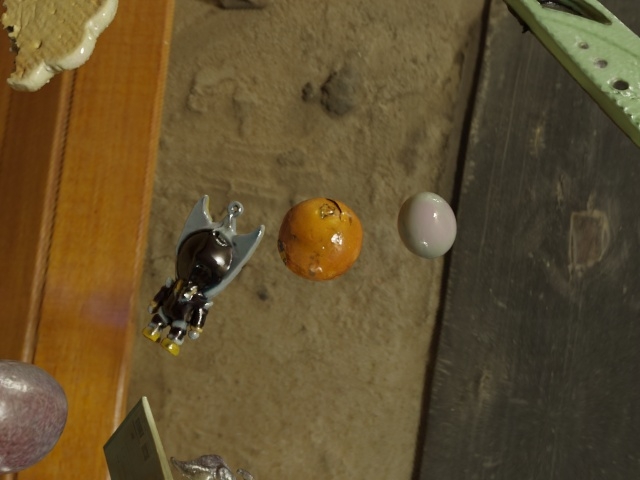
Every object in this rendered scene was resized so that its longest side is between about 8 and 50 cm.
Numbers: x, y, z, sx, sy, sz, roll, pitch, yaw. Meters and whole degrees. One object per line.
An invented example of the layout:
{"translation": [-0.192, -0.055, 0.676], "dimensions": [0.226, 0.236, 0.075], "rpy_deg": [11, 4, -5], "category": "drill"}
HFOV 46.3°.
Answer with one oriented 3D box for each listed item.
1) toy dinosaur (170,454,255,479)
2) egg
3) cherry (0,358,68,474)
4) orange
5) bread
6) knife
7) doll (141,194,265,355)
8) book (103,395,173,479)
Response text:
{"translation": [-0.177, 0.474, 1.346], "dimensions": [0.077, 0.294, 0.162], "rpy_deg": [-15, 55, 7], "category": "toy dinosaur"}
{"translation": [0.187, -0.027, 1.318], "dimensions": [0.103, 0.135, 0.103], "rpy_deg": [-11, 47, 12], "category": "egg"}
{"translation": [-0.397, 0.214, 0.915], "dimensions": [0.176, 0.176, 0.140], "rpy_deg": [-5, 71, 16], "category": "cherry"}
{"translation": [0.001, 0.000, 0.713], "dimensions": [0.083, 0.083, 0.083], "rpy_deg": [-4, 76, 16], "category": "orange"}
{"translation": [-0.354, -0.305, 1.021], "dimensions": [0.182, 0.039, 0.251], "rpy_deg": [-27, 51, 6], "category": "bread"}
{"translation": [0.160, -0.007, 0.263], "dimensions": [0.043, 0.020, 0.293], "rpy_deg": [-26, 63, -16], "category": "knife"}
{"translation": [-0.229, 0.067, 1.439], "dimensions": [0.145, 0.103, 0.316], "rpy_deg": [23, 81, 45], "category": "doll"}
{"translation": [-0.346, 0.443, 1.422], "dimensions": [0.282, 0.025, 0.215], "rpy_deg": [-47, 58, 48], "category": "book"}
